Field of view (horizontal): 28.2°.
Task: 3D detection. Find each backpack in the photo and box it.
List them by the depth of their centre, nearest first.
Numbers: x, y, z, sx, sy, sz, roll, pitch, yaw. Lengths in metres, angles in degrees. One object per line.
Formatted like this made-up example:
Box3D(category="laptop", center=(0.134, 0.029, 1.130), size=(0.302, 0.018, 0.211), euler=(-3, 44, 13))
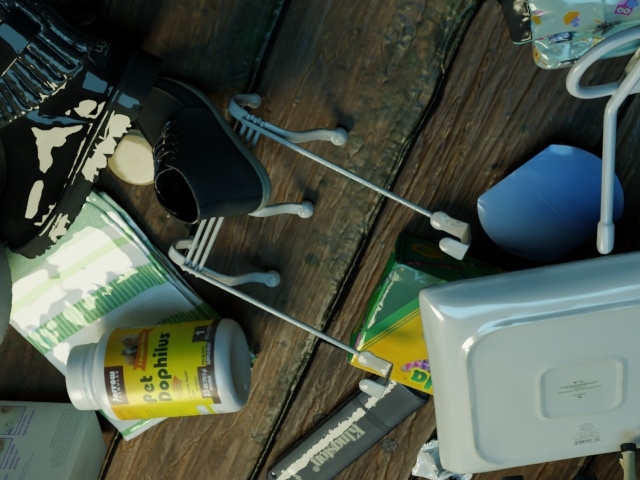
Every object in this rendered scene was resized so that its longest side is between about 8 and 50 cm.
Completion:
Box3D(category="backpack", center=(0.281, -0.266, 1.290), size=(0.188, 0.166, 0.144), euler=(-14, 121, 19))

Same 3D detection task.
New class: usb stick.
Box3D(category="usb stick", center=(0.034, 0.261, 1.706), size=(0.077, 0.045, 0.278), euler=(38, 118, -16))

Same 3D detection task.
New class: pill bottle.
Box3D(category="pill bottle", center=(-0.203, 0.163, 1.590), size=(0.215, 0.117, 0.117), euler=(-6, 120, 12))

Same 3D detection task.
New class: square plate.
Box3D(category="square plate", center=(0.301, 0.156, 1.480), size=(0.347, 0.049, 0.344), euler=(-9, 133, 2))

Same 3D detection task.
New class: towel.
Box3D(category="towel", center=(-0.272, 0.102, 1.653), size=(0.248, 0.038, 0.325), euler=(-32, 113, 23))

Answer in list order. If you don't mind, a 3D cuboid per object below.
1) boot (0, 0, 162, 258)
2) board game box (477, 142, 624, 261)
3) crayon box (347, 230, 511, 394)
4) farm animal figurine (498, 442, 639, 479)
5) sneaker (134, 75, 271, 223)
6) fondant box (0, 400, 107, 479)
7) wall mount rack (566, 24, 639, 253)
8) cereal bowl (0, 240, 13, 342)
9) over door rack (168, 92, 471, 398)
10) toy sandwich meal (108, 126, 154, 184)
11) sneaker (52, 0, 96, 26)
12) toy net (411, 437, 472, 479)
Box3D(category="boot", center=(-0.361, -0.150, 1.430), size=(0.260, 0.131, 0.348), euler=(26, 127, -18))
Box3D(category="board game box", center=(0.272, -0.049, 1.501), size=(0.133, 0.033, 0.168), euler=(39, 123, -22))
Box3D(category="crayon box", center=(0.193, 0.118, 1.580), size=(0.278, 0.081, 0.165), euler=(20, 121, -6))
Box3D(category="farm animal figurine", center=(0.345, 0.376, 1.577), size=(0.326, 0.172, 0.330), euler=(-7, 151, 5))
Box3D(category="sneaker", center=(-0.163, -0.107, 1.418), size=(0.222, 0.118, 0.083), euler=(42, 123, 24))
Box3D(category="fondant box", center=(-0.475, 0.328, 1.680), size=(0.330, 0.238, 0.096), euler=(2, 132, 10))
Box3D(category="wall mount rack", center=(0.409, -0.133, 1.314), size=(0.350, 0.130, 0.304), euler=(-13, 155, -20))
Box3D(category="cereal bowl", center=(-0.524, 0.033, 1.567), size=(0.339, 0.141, 0.339), euler=(7, 118, 14))
Box3D(category="over door rack", center=(0.000, 0.000, 1.502), size=(0.324, 0.108, 0.239), euler=(32, 121, 12))
Box3D(category="toy sandwich meal", center=(-0.217, -0.105, 1.529), size=(0.085, 0.029, 0.086), euler=(5, 124, 8))
Box3D(category="sneaker", center=(-0.311, -0.273, 1.433), size=(0.119, 0.047, 0.057), euler=(11, 110, -1))
Box3D(category="toy net", center=(0.197, 0.373, 1.753), size=(0.122, 0.045, 0.232), euler=(-10, 119, 13))
